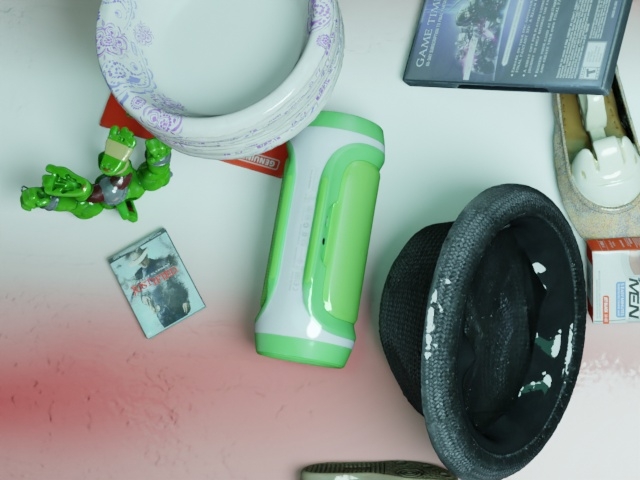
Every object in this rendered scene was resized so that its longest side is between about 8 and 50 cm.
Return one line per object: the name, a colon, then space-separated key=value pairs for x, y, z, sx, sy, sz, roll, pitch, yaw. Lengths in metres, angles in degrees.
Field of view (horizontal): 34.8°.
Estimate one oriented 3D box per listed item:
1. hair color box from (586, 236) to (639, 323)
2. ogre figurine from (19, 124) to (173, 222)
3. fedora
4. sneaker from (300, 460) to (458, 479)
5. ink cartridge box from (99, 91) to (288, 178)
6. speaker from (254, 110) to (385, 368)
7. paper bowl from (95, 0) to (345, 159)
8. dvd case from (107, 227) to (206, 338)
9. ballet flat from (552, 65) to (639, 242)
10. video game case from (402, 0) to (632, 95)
hair color box: x=0.399 y=0.044 z=1.192 sx=0.167 sy=0.053 sz=0.093 roll=-4 pitch=106 yaw=7
ogre figurine: x=-0.270 y=-0.074 z=1.298 sx=0.197 sy=0.118 sz=0.097 roll=-41 pitch=72 yaw=-2
fedora: x=0.168 y=0.098 z=1.164 sx=0.152 sy=0.334 sz=0.334 roll=9 pitch=79 yaw=46
sneaker: x=0.070 y=0.303 z=1.213 sx=0.188 sy=0.066 sz=0.071 roll=0 pitch=96 yaw=14
ink cartridge box: x=-0.141 y=-0.234 z=1.341 sx=0.275 sy=0.060 sz=0.238 roll=17 pitch=81 yaw=11
speaker: x=0.000 y=0.000 z=1.239 sx=0.131 sy=0.131 sz=0.296 roll=8 pitch=80 yaw=10
paper bowl: x=-0.110 y=-0.234 z=1.223 sx=0.284 sy=0.148 sz=0.284 roll=-3 pitch=74 yaw=12
dvd case: x=-0.211 y=0.055 z=1.318 sx=0.087 sy=0.013 sz=0.119 roll=-29 pitch=76 yaw=2
ballet flat: x=0.328 y=-0.131 z=1.226 sx=0.108 sy=0.106 sz=0.316 roll=-14 pitch=78 yaw=6
video game case: x=0.242 y=-0.276 z=1.246 sx=0.274 sy=0.026 sz=0.196 roll=9 pitch=79 yaw=39
